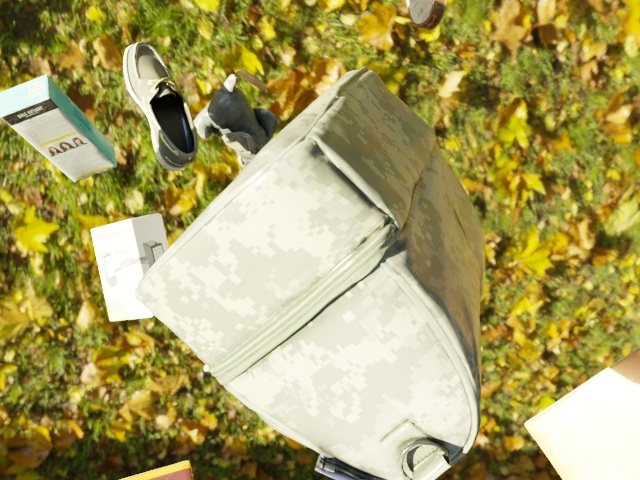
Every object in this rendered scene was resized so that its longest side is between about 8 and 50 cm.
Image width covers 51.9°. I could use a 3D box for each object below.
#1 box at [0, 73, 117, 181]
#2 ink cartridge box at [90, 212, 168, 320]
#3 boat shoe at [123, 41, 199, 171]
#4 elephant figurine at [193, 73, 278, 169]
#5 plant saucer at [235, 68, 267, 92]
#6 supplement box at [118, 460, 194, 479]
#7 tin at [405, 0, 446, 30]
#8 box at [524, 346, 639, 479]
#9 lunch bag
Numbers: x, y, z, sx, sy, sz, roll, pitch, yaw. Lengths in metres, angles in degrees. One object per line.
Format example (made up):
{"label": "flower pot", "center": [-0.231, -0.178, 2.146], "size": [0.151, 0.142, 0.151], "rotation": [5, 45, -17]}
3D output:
{"label": "box", "center": [-0.505, -0.211, 1.286], "size": [0.101, 0.060, 0.244], "rotation": [-20, 152, 4]}
{"label": "ink cartridge box", "center": [-0.517, 0.076, 1.841], "size": [0.115, 0.199, 0.272], "rotation": [-15, 94, -52]}
{"label": "boat shoe", "center": [-0.350, -0.310, 1.474], "size": [0.109, 0.091, 0.304], "rotation": [-20, 89, -35]}
{"label": "elephant figurine", "center": [-0.190, -0.276, 1.687], "size": [0.239, 0.186, 0.169], "rotation": [40, 90, -13]}
{"label": "plant saucer", "center": [-0.147, -0.351, 1.439], "size": [0.083, 0.083, 0.015], "rotation": [27, 103, -36]}
{"label": "supplement box", "center": [-0.287, 0.497, 1.078], "size": [0.192, 0.194, 0.129], "rotation": [-13, 115, -10]}
{"label": "tin", "center": [0.235, -0.569, 1.502], "size": [0.040, 0.189, 0.106], "rotation": [4, 153, -28]}
{"label": "box", "center": [0.501, 0.244, 0.902], "size": [0.345, 0.215, 0.168], "rotation": [-45, 152, 24]}
{"label": "lunch bag", "center": [0.033, 0.027, 0.567], "size": [0.256, 0.305, 0.212], "rotation": [44, 117, -6]}
